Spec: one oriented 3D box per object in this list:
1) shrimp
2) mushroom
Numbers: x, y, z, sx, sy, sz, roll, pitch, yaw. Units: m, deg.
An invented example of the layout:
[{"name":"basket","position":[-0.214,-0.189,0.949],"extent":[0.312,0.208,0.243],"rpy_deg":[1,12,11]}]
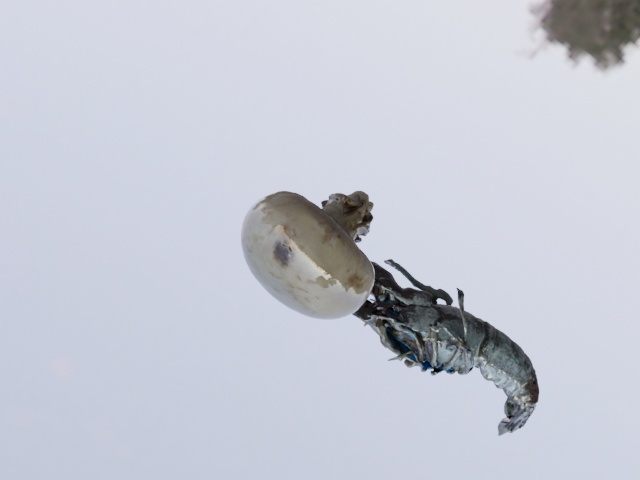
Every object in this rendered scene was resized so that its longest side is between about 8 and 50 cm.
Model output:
[{"name":"shrimp","position":[0.096,0.065,1.142],"extent":[0.174,0.076,0.082],"rpy_deg":[36,-146,-19]},{"name":"mushroom","position":[0.000,0.000,0.922],"extent":[0.085,0.079,0.085],"rpy_deg":[37,163,14]}]
